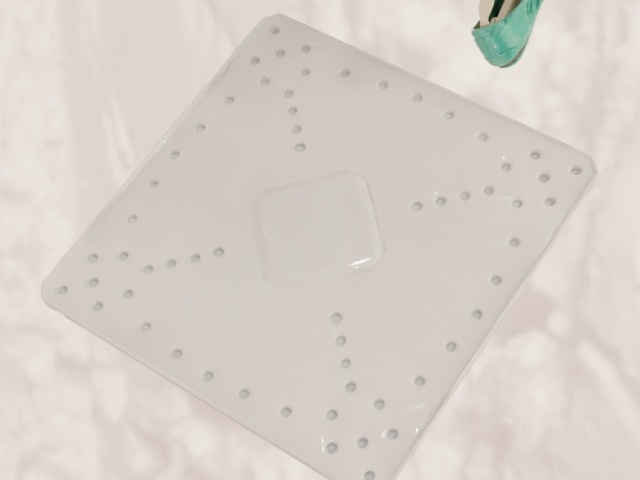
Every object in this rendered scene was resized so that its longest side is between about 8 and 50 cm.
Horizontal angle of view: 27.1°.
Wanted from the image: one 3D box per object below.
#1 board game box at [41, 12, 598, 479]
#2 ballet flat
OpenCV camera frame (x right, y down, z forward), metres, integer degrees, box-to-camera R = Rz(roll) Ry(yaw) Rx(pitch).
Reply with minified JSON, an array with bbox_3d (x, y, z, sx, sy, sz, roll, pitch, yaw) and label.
[{"bbox_3d":[0.000,0.000,1.257,0.390,0.390,0.050,28,159,23],"label":"board game box"},{"bbox_3d":[0.272,-0.349,1.816,0.083,0.087,0.247,-7,48,47],"label":"ballet flat"}]
